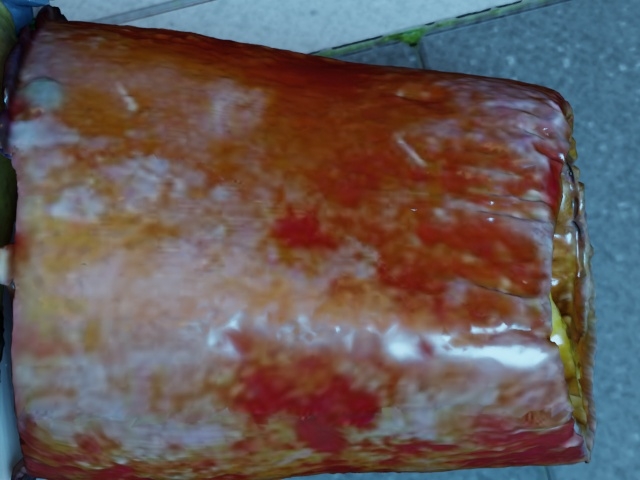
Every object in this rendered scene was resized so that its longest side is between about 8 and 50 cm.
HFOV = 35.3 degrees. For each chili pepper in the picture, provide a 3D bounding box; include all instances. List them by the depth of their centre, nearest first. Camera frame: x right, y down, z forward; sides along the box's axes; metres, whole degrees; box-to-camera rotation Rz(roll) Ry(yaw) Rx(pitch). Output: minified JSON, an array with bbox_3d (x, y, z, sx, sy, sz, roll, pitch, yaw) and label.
[{"bbox_3d":[0.000,0.000,0.497,0.306,0.251,0.229,0,109,5],"label":"chili pepper"}]

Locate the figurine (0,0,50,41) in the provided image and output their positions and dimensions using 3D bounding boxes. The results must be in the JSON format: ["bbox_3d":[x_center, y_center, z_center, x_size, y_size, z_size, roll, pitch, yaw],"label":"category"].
[{"bbox_3d":[-0.210,-0.119,0.618,0.145,0.178,0.114,-18,78,-46],"label":"figurine"}]

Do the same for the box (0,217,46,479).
[{"bbox_3d":[-0.257,0.112,0.549,0.203,0.106,0.251,-14,71,0],"label":"box"}]

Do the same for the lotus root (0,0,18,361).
[{"bbox_3d":[-0.196,-0.004,0.482,0.097,0.110,0.258,16,62,-31],"label":"lotus root"}]
